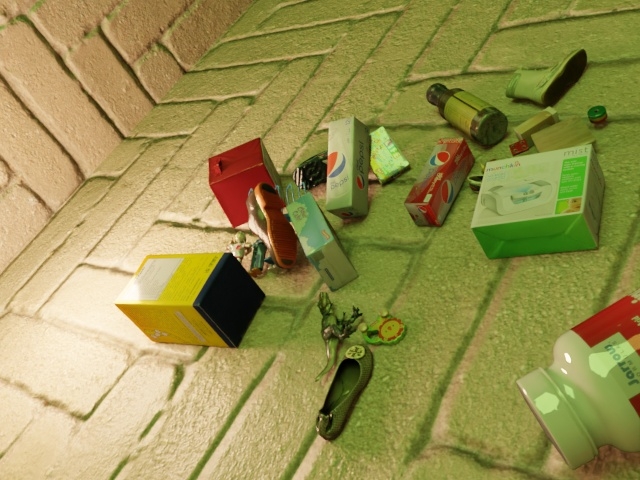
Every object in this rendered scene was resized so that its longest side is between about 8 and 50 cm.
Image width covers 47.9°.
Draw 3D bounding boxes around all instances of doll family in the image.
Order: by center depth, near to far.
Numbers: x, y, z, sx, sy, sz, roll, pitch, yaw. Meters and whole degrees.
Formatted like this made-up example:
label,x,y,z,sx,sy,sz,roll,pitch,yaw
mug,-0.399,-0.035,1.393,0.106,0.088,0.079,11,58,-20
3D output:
label,x,y,z,sx,sy,sz,roll,pitch,yaw
doll family,-0.162,0.023,2.148,0.263,0.118,0.163,-16,53,39

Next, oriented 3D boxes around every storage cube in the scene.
label,x,y,z,sx,sy,sz,roll,pitch,yaw
storage cube,-0.242,-0.190,2.370,0.193,0.215,0.183,-22,36,6

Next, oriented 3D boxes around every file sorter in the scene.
label,x,y,z,sx,sy,sz,roll,pitch,yaw
file sorter,-0.126,-0.109,2.168,0.170,0.104,0.118,-8,-6,-11

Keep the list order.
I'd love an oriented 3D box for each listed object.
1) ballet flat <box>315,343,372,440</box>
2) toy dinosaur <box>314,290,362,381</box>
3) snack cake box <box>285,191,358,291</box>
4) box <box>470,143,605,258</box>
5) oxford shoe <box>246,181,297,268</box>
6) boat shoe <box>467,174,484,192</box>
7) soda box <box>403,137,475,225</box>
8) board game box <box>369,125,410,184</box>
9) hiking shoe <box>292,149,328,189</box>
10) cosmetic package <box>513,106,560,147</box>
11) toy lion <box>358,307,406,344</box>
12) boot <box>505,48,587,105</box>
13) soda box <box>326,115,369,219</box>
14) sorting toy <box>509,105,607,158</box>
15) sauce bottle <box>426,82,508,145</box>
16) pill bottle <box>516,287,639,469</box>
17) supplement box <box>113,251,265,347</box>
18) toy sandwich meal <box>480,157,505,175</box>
label,x,y,z,sx,sy,sz,roll,pitch,yaw
ballet flat,0.050,0.333,1.637,0.084,0.058,0.250,0,47,38
toy dinosaur,0.040,0.222,1.777,0.118,0.064,0.268,-34,33,27
snack cake box,0.000,0.000,1.990,0.089,0.152,0.264,-32,35,4
box,0.516,-0.088,1.700,0.262,0.127,0.231,-7,45,35
oxford shoe,-0.141,-0.028,2.020,0.098,0.097,0.271,-39,55,34
boat shoe,0.455,-0.156,1.898,0.137,0.043,0.049,-2,45,36
soda box,0.328,-0.163,1.966,0.083,0.092,0.263,2,49,42
board game box,0.187,-0.257,2.179,0.103,0.026,0.154,-33,70,2
hiking shoe,0.053,-0.261,2.295,0.304,0.113,0.132,-18,16,5
cosmetic package,0.589,-0.304,1.950,0.115,0.060,0.041,-33,35,5
toy lion,0.153,0.216,1.721,0.100,0.034,0.096,-34,42,1
boot,0.655,-0.483,2.094,0.213,0.077,0.165,-47,35,-12
soda box,0.081,-0.213,2.122,0.091,0.098,0.286,-9,71,33
sorting toy,0.622,-0.247,1.865,0.275,0.046,0.132,-23,36,15
sauce bottle,0.424,-0.389,2.141,0.111,0.111,0.344,-34,35,1
pill bottle,0.554,0.210,1.224,0.408,0.229,0.229,-32,35,4
supplement box,-0.374,0.168,2.061,0.357,0.195,0.194,-2,46,37
toy sandwich meal,0.471,-0.200,1.949,0.086,0.029,0.085,-22,37,18
